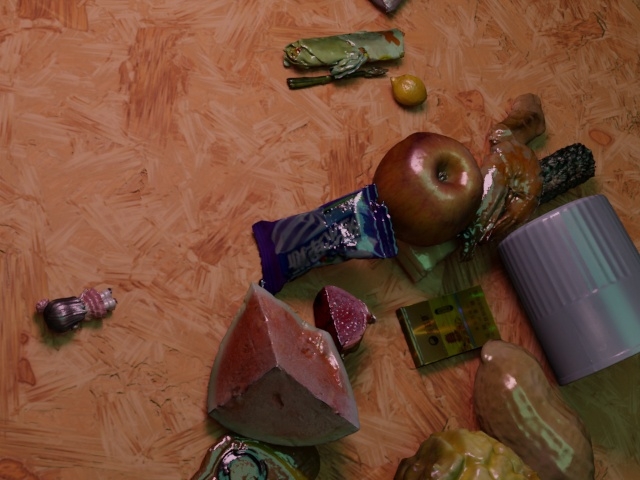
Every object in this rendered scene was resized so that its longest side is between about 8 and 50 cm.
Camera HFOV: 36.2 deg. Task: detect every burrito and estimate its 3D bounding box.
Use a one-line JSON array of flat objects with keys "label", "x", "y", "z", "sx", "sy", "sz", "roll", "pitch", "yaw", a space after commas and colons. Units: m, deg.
[{"label": "burrito", "x": 0.062, "y": -0.388, "z": 2.038, "sx": 0.288, "sy": 0.054, "sz": 0.104, "roll": -10, "pitch": 57, "yaw": -24}]

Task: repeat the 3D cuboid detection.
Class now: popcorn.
[{"label": "popcorn", "x": 0.245, "y": 0.469, "z": 1.696, "sx": 0.237, "sy": 0.293, "sz": 0.292, "roll": 29, "pitch": 63, "yaw": -17}]

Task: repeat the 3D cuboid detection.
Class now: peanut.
[{"label": "peanut", "x": 0.397, "y": 0.345, "z": 1.847, "sx": 0.174, "sy": 0.158, "sz": 0.340, "roll": -35, "pitch": 82, "yaw": -7}]

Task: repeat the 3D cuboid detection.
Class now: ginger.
[{"label": "ginger", "x": 0.433, "y": -0.252, "z": 2.135, "sx": 0.190, "sy": 0.069, "sz": 0.095, "roll": -41, "pitch": 94, "yaw": -30}]

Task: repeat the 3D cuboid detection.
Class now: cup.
[{"label": "cup", "x": 0.552, "y": 0.083, "z": 1.950, "sx": 0.331, "sy": 0.257, "sz": 0.311, "roll": -20, "pitch": 77, "yaw": -25}]

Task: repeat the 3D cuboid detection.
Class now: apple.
[{"label": "apple", "x": 0.200, "y": -0.095, "z": 1.848, "sx": 0.211, "sy": 0.188, "sz": 0.211, "roll": 6, "pitch": 71, "yaw": -18}]

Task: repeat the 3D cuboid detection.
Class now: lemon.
[{"label": "lemon", "x": 0.184, "y": -0.318, "z": 2.064, "sx": 0.092, "sy": 0.065, "sz": 0.065, "roll": 29, "pitch": 63, "yaw": -16}]

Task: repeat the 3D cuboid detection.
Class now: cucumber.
[{"label": "cucumber", "x": 0.427, "y": -0.108, "z": 2.063, "sx": 0.359, "sy": 0.096, "sz": 0.096, "roll": -25, "pitch": 81, "yaw": -28}]

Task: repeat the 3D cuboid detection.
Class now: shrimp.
[{"label": "shrimp", "x": 0.353, "y": -0.070, "z": 1.953, "sx": 0.154, "sy": 0.062, "sz": 0.294, "roll": 39, "pitch": 74, "yaw": -14}]

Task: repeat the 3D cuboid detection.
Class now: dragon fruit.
[{"label": "dragon fruit", "x": 0.048, "y": 0.159, "z": 1.814, "sx": 0.096, "sy": 0.102, "sz": 0.147, "roll": 0, "pitch": 68, "yaw": -28}]

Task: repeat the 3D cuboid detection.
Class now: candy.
[{"label": "candy", "x": 0.000, "y": 0.000, "z": 1.805, "sx": 0.275, "sy": 0.070, "sz": 0.145, "roll": -18, "pitch": 81, "yaw": 13}]

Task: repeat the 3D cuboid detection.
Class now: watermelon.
[{"label": "watermelon", "x": -0.072, "y": 0.221, "z": 1.701, "sx": 0.256, "sy": 0.176, "sz": 0.260, "roll": -4, "pitch": 42, "yaw": -4}]

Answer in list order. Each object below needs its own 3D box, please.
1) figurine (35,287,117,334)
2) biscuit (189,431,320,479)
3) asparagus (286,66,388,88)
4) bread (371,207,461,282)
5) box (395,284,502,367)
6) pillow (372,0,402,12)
[{"label": "figurine", "x": -0.414, "y": 0.113, "z": 1.670, "sx": 0.129, "sy": 0.054, "sz": 0.072, "roll": -22, "pitch": 76, "yaw": -29}, {"label": "biscuit", "x": -0.118, "y": 0.431, "z": 1.675, "sx": 0.208, "sy": 0.041, "sz": 0.290, "roll": 44, "pitch": 61, "yaw": 0}, {"label": "asparagus", "x": 0.037, "y": -0.341, "z": 2.039, "sx": 0.233, "sy": 0.022, "sz": 0.023, "roll": -12, "pitch": 31, "yaw": -23}, {"label": "bread", "x": 0.186, "y": -0.024, "z": 1.955, "sx": 0.139, "sy": 0.060, "sz": 0.178, "roll": -37, "pitch": 87, "yaw": -29}, {"label": "box", "x": 0.253, "y": 0.167, "z": 1.928, "sx": 0.193, "sy": 0.030, "sz": 0.121, "roll": -14, "pitch": 76, "yaw": -26}, {"label": "pillow", "x": 0.167, "y": -0.614, "z": 2.173, "sx": 0.169, "sy": 0.059, "sz": 0.255, "roll": 45, "pitch": 63, "yaw": 0}]
